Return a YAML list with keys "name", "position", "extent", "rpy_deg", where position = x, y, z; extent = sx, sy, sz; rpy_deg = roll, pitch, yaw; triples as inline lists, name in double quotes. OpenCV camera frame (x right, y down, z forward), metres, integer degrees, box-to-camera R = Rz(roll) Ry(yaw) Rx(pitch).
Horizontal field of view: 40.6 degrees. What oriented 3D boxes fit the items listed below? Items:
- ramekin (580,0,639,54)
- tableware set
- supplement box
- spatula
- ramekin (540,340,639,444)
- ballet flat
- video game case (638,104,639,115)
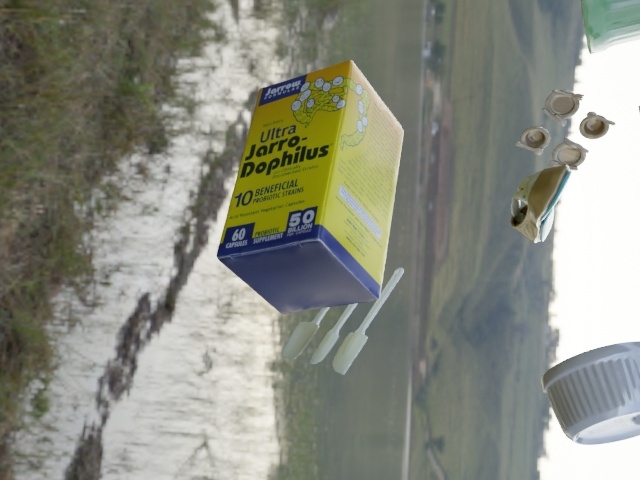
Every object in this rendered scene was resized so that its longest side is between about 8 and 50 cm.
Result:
- name: "ramekin"
  position: [0.451, -0.433, 1.254]
  extent: [0.303, 0.148, 0.304]
  rpy_deg: [-5, 90, -70]
- name: "tableware set"
  position: [0.463, -0.205, 1.636]
  extent: [0.020, 0.141, 0.169]
  rpy_deg: [-76, -168, -47]
- name: "supplement box"
  position: [-0.007, -0.086, 1.434]
  extent: [0.195, 0.194, 0.357]
  rpy_deg: [46, 44, -43]
- name: "spatula"
  position: [0.044, 0.135, 1.612]
  extent: [0.019, 0.168, 0.242]
  rpy_deg: [51, 60, -33]
- name: "ramekin"
  position: [0.474, 0.255, 1.407]
  extent: [0.207, 0.207, 0.109]
  rpy_deg: [81, -1, -61]
- name: "ballet flat"
  position: [0.337, -0.060, 1.362]
  extent: [0.080, 0.073, 0.232]
  rpy_deg: [-56, 163, -17]
- name: "video game case"
  position: [0.731, -0.268, 1.874]
  extent: [0.122, 0.011, 0.087]
  rpy_deg: [-28, 109, -34]
